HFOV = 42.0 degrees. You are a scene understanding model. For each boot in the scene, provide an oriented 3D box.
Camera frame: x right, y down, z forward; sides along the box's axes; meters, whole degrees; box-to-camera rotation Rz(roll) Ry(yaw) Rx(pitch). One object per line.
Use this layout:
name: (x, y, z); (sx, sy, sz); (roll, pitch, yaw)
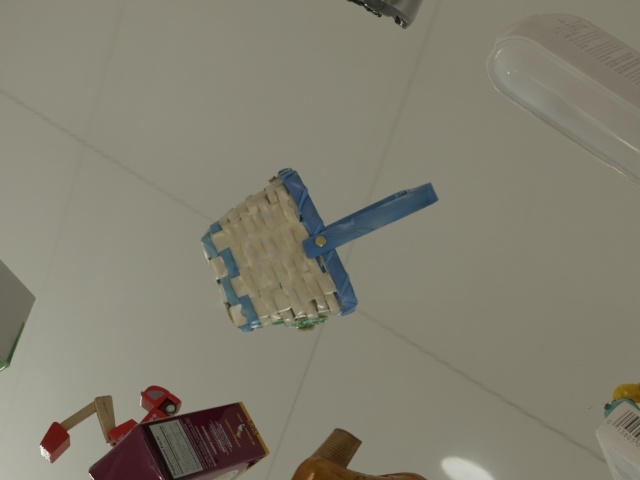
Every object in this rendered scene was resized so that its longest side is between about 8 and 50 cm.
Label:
boot: (0.079, 0.464, 1.363); (0.295, 0.104, 0.211); (32, -127, 10)

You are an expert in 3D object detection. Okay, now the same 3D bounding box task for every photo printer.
photo printer: (0.398, -0.220, 1.201); (0.307, 0.107, 0.256); (39, -143, 18)

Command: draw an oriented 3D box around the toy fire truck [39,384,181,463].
toy fire truck: (-0.324, 0.288, 1.299); (0.135, 0.047, 0.192); (34, -125, 9)

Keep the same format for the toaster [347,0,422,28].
toaster: (0.094, -0.389, 1.156); (0.129, 0.146, 0.227); (31, -165, 15)

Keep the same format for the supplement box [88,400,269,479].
supplement box: (-0.165, 0.264, 0.997); (0.188, 0.104, 0.081); (2, -129, -57)

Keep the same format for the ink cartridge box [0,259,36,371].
ink cartridge box: (-0.366, 0.104, 0.710); (0.093, 0.212, 0.154); (53, -178, -21)

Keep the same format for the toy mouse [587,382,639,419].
toy mouse: (0.474, 0.236, 1.222); (0.161, 0.031, 0.143); (-17, -177, 15)

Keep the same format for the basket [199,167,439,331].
basket: (0.000, 0.000, 1.078); (0.201, 0.288, 0.255); (61, 178, 0)

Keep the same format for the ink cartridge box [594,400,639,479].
ink cartridge box: (0.379, 0.286, 0.839); (0.181, 0.056, 0.225); (41, 168, 51)
